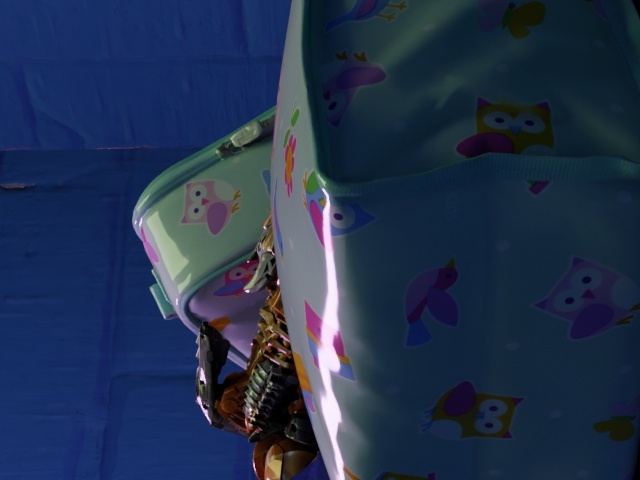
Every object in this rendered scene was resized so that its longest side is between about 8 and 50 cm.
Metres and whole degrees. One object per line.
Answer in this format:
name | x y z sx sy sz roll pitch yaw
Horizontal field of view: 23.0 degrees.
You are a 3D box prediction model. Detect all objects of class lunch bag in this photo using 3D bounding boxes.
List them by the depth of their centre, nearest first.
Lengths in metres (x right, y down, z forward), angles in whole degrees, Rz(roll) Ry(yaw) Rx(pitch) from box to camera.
lunch bag | 0.056 -0.038 0.682 0.262 0.160 0.223 -98 4 -46
lunch bag | 0.000 0.000 1.107 0.108 0.224 0.279 66 -172 27

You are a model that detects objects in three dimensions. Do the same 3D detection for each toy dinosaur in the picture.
toy dinosaur | 0.031 0.118 1.009 0.322 0.218 0.164 89 180 -48

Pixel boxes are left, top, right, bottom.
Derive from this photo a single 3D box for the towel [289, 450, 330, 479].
towel | 0.021 0.210 0.858 0.308 0.076 0.228 -39 32 33
